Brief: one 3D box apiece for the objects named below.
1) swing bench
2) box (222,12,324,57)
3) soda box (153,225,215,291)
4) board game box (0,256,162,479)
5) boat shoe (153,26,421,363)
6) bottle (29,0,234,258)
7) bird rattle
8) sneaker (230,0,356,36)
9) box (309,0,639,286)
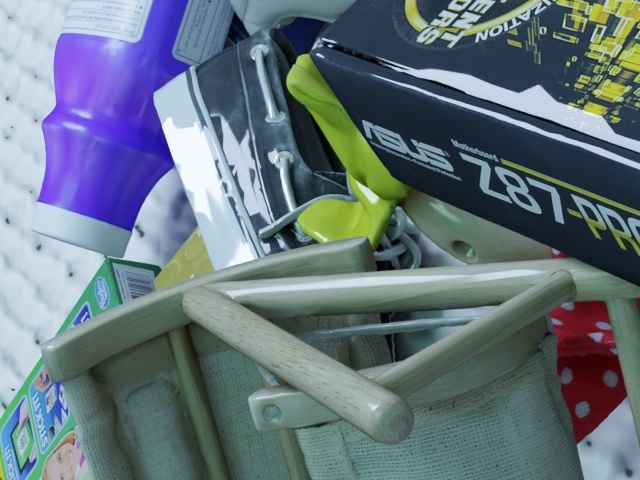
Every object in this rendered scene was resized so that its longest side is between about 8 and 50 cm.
[{"bbox_3d":[0.031,0.143,0.797,0.255,0.165,0.253,4,114,52],"label":"swing bench"},{"bbox_3d":[-0.021,-0.207,1.201,0.225,0.036,0.136,-58,40,16],"label":"box"},{"bbox_3d":[-0.053,0.069,1.069,0.061,0.058,0.181,-48,31,22],"label":"soda box"},{"bbox_3d":[-0.133,0.198,1.110,0.213,0.046,0.317,-52,41,32],"label":"board game box"},{"bbox_3d":[0.002,0.001,1.026,0.105,0.113,0.306,-33,51,11],"label":"boat shoe"},{"bbox_3d":[-0.120,-0.131,1.183,0.118,0.092,0.283,13,85,52],"label":"bottle"},{"bbox_3d":[0.107,-0.037,0.879,0.253,0.143,0.207,25,62,23],"label":"bird rattle"},{"bbox_3d":[0.051,-0.192,1.083,0.262,0.121,0.099,-10,29,26],"label":"sneaker"},{"bbox_3d":[0.229,-0.144,0.714,0.395,0.097,0.318,-44,37,-13],"label":"box"}]
